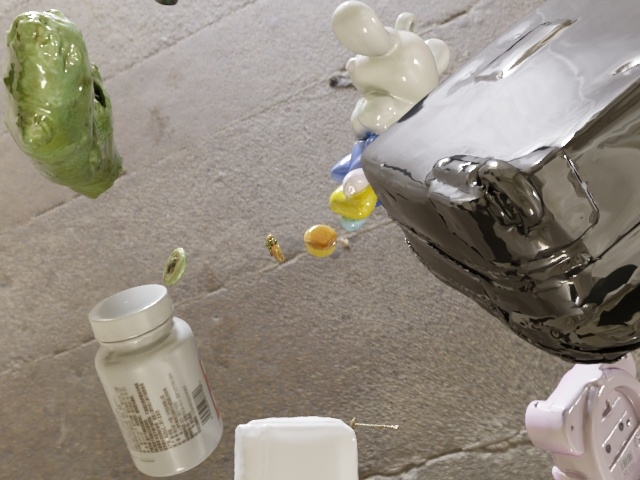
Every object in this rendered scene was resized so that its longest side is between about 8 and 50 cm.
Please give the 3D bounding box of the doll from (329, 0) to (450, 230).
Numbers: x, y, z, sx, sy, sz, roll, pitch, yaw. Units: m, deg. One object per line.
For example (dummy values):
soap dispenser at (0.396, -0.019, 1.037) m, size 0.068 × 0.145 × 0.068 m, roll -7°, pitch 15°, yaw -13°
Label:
doll at (0.110, -0.207, 1.023) m, size 0.187 × 0.376 × 0.366 m, roll 20°, pitch 106°, yaw 45°

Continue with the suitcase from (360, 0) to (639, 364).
suitcase at (0.220, -0.099, 0.484) m, size 0.345 × 0.188 × 0.339 m, roll -40°, pitch 21°, yaw 0°

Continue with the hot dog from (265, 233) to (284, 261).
hot dog at (-0.077, 0.015, 0.982) m, size 0.021 × 0.083 × 0.037 m, roll -29°, pitch 69°, yaw -5°

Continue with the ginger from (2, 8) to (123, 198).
ginger at (-0.258, -0.127, 0.601) m, size 0.089 × 0.290 × 0.137 m, roll 23°, pitch 85°, yaw -5°

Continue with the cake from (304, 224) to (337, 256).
cake at (0.000, 0.000, 1.465) m, size 0.084 × 0.044 × 0.084 m, roll 2°, pitch 49°, yaw -3°

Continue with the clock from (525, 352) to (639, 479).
clock at (0.574, 0.400, 1.182) m, size 0.113 × 0.295 × 0.322 m, roll -16°, pitch 104°, yaw 55°

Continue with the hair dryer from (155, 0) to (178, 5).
hair dryer at (-0.346, -0.497, 1.057) m, size 0.197 × 0.100 × 0.057 m, roll 11°, pitch 57°, yaw -16°

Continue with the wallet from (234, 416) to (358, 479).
wallet at (-0.016, 0.225, 0.420) m, size 0.095 × 0.033 × 0.190 m, roll -2°, pitch 72°, yaw -3°

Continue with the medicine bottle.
medicine bottle at (-0.134, 0.111, 0.477) m, size 0.079 × 0.079 × 0.140 m, roll -7°, pitch 110°, yaw 21°

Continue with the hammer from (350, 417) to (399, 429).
hammer at (0.120, 0.413, 1.308) m, size 0.122 × 0.014 × 0.029 m, roll -7°, pitch 53°, yaw 35°

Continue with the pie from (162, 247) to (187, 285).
pie at (-0.311, 0.055, 1.249) m, size 0.084 × 0.021 × 0.084 m, roll -25°, pitch 54°, yaw 39°
